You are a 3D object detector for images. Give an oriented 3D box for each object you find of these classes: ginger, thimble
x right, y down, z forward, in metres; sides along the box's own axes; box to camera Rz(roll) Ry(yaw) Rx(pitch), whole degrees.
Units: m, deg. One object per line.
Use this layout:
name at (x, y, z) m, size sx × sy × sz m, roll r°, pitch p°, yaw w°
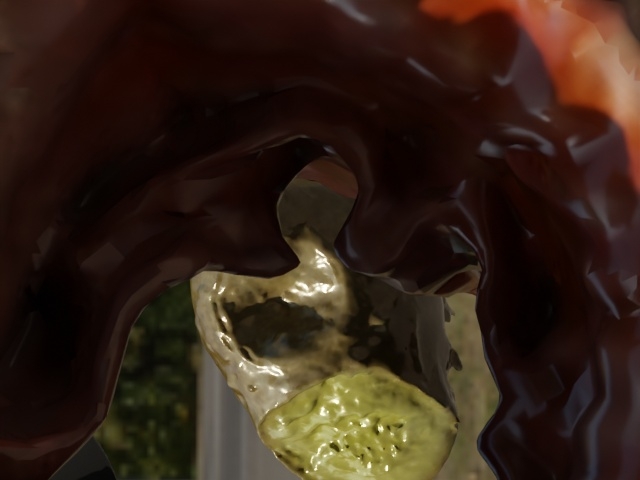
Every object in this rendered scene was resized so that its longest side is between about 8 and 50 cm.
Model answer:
ginger at (0.000, 0.000, 0.963) m, size 0.219 × 0.123 × 0.270 m, roll 49°, pitch -160°, yaw -29°
thimble at (-0.011, 0.028, 0.374) m, size 0.162 × 0.239 × 0.239 m, roll 104°, pitch 165°, yaw -76°

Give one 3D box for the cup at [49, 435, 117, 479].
cup at (-0.111, 0.108, 0.592) m, size 0.078 × 0.077 × 0.100 m, roll -31°, pitch 85°, yaw 45°
